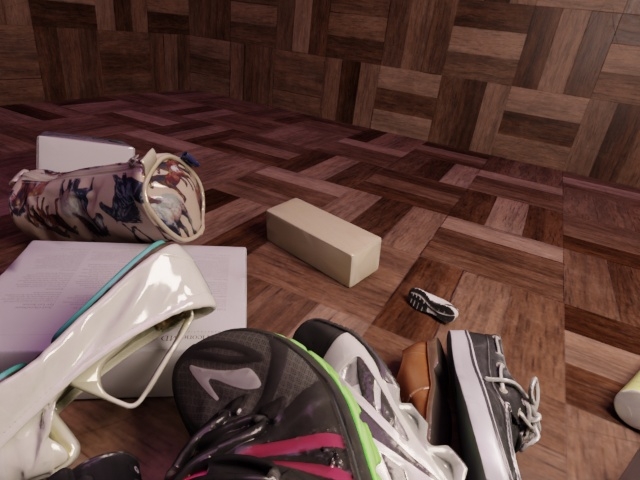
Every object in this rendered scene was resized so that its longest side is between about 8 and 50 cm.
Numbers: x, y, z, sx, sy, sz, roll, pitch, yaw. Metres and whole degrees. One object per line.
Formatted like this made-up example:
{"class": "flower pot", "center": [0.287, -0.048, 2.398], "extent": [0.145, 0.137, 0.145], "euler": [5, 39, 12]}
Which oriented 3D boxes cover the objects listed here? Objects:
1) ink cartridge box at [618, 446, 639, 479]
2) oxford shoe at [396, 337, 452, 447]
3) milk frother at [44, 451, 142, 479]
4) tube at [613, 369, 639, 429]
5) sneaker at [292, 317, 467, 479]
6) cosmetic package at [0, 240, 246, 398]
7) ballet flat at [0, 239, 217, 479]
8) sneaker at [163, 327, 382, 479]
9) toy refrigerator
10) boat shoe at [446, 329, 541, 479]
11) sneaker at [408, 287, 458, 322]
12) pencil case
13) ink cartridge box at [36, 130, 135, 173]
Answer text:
{"class": "ink cartridge box", "center": [0.487, 0.317, 0.477], "extent": [0.202, 0.086, 0.148], "euler": [4, 26, -9]}
{"class": "oxford shoe", "center": [0.142, 0.231, 0.604], "extent": [0.075, 0.076, 0.212], "euler": [-17, 22, 21]}
{"class": "milk frother", "center": [-0.220, 0.287, 0.369], "extent": [0.143, 0.129, 0.134], "euler": [-48, 46, -6]}
{"class": "tube", "center": [0.559, 0.235, 0.694], "extent": [0.239, 0.062, 0.070], "euler": [-7, 70, -36]}
{"class": "sneaker", "center": [0.029, 0.223, 0.504], "extent": [0.146, 0.123, 0.330], "euler": [-16, 38, -30]}
{"class": "cosmetic package", "center": [-0.308, 0.110, 0.673], "extent": [0.376, 0.098, 0.284], "euler": [2, 26, -10]}
{"class": "ballet flat", "center": [-0.271, 0.161, 0.456], "extent": [0.139, 0.139, 0.400], "euler": [24, 53, 30]}
{"class": "sneaker", "center": [-0.054, 0.213, 0.348], "extent": [0.202, 0.186, 0.482], "euler": [28, 5, -34]}
{"class": "toy refrigerator", "center": [0.000, 0.000, 0.977], "extent": [0.269, 0.094, 0.102], "euler": [27, 40, 35]}
{"class": "boat shoe", "center": [0.237, 0.225, 0.568], "extent": [0.104, 0.113, 0.306], "euler": [-3, 15, 12]}
{"class": "sneaker", "center": [0.225, 0.129, 0.846], "extent": [0.109, 0.040, 0.043], "euler": [32, 19, 34]}
{"class": "pencil case", "center": [-0.427, -0.080, 0.835], "extent": [0.409, 0.184, 0.160], "euler": [-1, 34, 24]}
{"class": "ink cartridge box", "center": [-0.616, -0.210, 1.116], "extent": [0.210, 0.122, 0.289], "euler": [1, 14, -31]}
